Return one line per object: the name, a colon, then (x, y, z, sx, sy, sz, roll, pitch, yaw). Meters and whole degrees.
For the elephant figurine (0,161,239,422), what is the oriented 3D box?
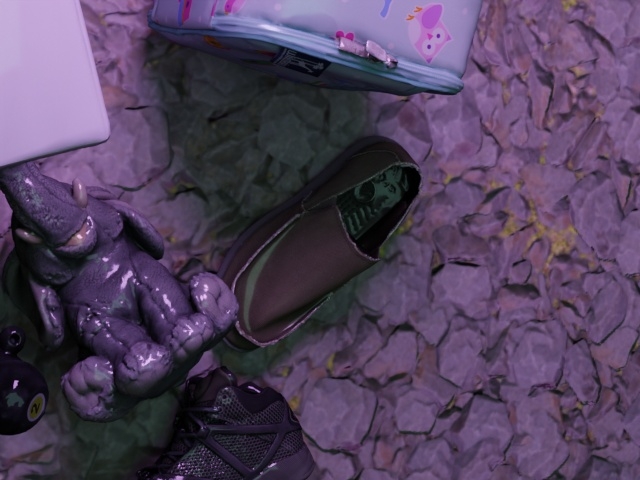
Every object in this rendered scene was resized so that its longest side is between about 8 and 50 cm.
elephant figurine: (-0.192, 0.018, 1.195, 0.239, 0.186, 0.169, 50, 37, 5)

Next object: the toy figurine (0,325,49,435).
toy figurine: (-0.339, 0.082, 1.131, 0.209, 0.148, 0.213, -22, 104, -20)

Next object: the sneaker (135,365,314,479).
sneaker: (-0.122, 0.191, 1.275, 0.227, 0.087, 0.130, -24, 103, -23)

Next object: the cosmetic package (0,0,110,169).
cosmetic package: (-0.374, -0.201, 0.936, 0.327, 0.394, 0.329, -18, 107, -21)

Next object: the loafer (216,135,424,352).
loafer: (0.000, 0.000, 1.304, 0.094, 0.087, 0.251, 46, 77, -21)

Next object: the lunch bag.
lunch bag: (-0.005, -0.184, 1.177, 0.224, 0.279, 0.108, 15, 93, -27)
